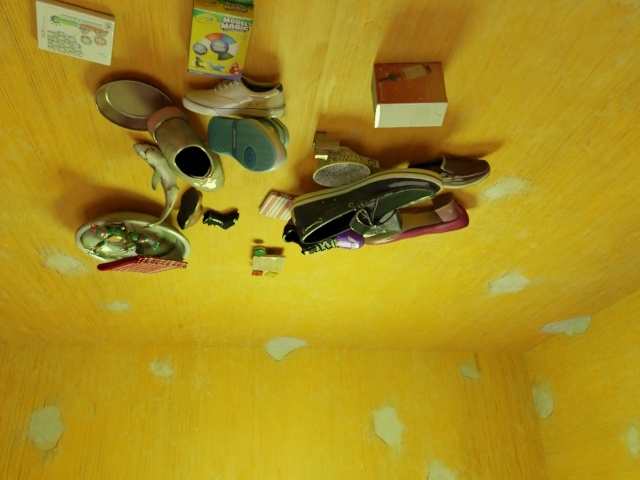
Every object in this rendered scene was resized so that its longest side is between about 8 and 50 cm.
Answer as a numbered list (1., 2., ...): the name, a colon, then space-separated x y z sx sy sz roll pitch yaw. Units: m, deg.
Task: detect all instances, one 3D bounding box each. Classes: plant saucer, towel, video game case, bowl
1. plant saucer: -0.676 -0.017 2.023 0.401 0.100 0.400 -2 154 -1
2. towel: -0.107 -0.114 1.951 0.197 0.029 0.144 13 149 -22
3. towel: -0.643 0.095 2.019 0.199 0.031 0.275 -11 169 23
4. video game case: -0.546 -0.463 1.237 0.157 0.019 0.143 9 152 -21
5. bowl: 0.059 -0.230 1.656 0.170 0.080 0.170 -5 163 -2
6. plant saucer: -0.477 -0.356 1.434 0.199 0.036 0.198 -2 154 -1

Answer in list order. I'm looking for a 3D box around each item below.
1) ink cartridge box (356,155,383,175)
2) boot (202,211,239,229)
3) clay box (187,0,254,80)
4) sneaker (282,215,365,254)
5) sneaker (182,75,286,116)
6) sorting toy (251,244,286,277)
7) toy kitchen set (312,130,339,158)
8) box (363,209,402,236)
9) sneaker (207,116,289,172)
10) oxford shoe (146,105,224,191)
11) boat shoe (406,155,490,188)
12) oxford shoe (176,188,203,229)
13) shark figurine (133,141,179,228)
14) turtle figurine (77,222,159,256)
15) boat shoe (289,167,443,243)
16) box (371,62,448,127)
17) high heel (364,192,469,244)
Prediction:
1. ink cartridge box: 0.149 -0.231 1.728 0.083 0.028 0.048 13 150 -26
2. boot: -0.359 -0.080 1.984 0.099 0.045 0.121 20 147 -32
3. clay box: -0.223 -0.457 1.231 0.128 0.053 0.222 5 153 -14
4. sneaker: 0.000 0.001 1.871 0.294 0.146 0.102 14 138 25
5. sneaker: -0.216 -0.370 1.389 0.258 0.094 0.091 0 129 -5
6. sorting toy: -0.217 0.082 2.308 0.133 0.046 0.274 3 152 -9
7. toy kitchen set: 0.015 -0.260 1.602 0.068 0.083 0.075 2 153 -7
8. box: 0.145 -0.098 1.886 0.233 0.059 0.183 -11 127 17
9. sneaker: -0.133 -0.258 1.434 0.208 0.319 0.127 -8 117 -38
10. oxford shoe: -0.355 -0.209 1.556 0.141 0.146 0.397 -33 159 1
11. boat shoe: 0.390 -0.215 1.709 0.258 0.095 0.095 -9 146 15
12. oxford shoe: -0.434 -0.115 1.902 0.076 0.076 0.212 -21 164 -35
13. shark figurine: -0.487 -0.174 1.697 0.166 0.278 0.116 -17 -152 -37
14. turtle figurine: -0.661 -0.001 1.823 0.175 0.118 0.234 1 175 33
15. boat shoe: 0.138 -0.098 1.713 0.501 0.155 0.187 -14 159 22
16. box: 0.216 -0.358 1.368 0.171 0.130 0.091 -2 154 -1
17. high heel: 0.346 -0.034 2.011 0.377 0.127 0.181 -20 138 26
